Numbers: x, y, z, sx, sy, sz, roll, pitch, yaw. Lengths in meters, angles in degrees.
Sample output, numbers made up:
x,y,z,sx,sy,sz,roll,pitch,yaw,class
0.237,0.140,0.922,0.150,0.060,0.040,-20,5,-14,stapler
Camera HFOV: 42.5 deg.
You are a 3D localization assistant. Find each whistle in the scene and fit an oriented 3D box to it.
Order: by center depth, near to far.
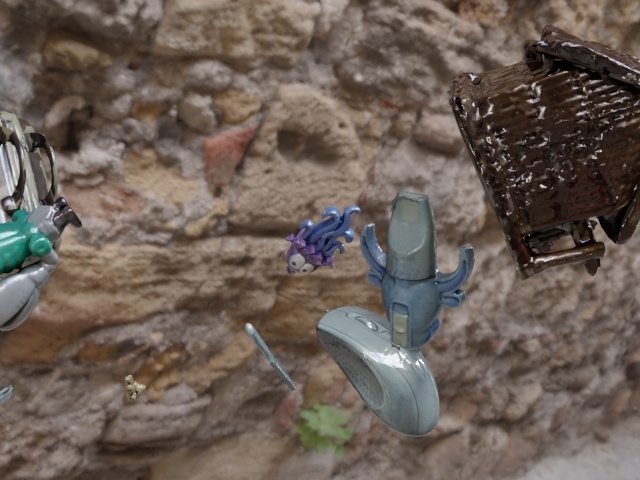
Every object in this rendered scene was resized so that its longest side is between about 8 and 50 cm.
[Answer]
x,y,z,sx,sy,sz,roll,pitch,yaw,class
0.138,0.053,1.223,0.180,0.269,0.093,16,29,32,whistle

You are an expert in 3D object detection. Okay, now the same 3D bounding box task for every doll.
x,y,z,sx,sy,sz,roll,pitch,yaw,class
-0.511,0.045,1.344,0.258,0.153,0.195,-15,41,5,doll
0.000,0.000,1.578,0.110,0.206,0.067,34,28,-18,doll
-0.448,0.350,1.933,0.093,0.051,0.062,50,23,-68,doll

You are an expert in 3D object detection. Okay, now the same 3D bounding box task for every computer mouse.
x,y,z,sx,sy,sz,roll,pitch,yaw,class
0.140,0.267,1.849,0.371,0.122,0.188,47,34,22,computer mouse

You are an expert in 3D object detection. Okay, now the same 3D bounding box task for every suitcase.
x,y,z,sx,sy,sz,roll,pitch,yaw,class
-0.645,-0.081,1.644,0.194,0.339,0.352,8,54,-54,suitcase

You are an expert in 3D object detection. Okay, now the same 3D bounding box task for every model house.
x,y,z,sx,sy,sz,roll,pitch,yaw,class
0.347,-0.141,1.090,0.297,0.282,0.317,64,17,-9,model house

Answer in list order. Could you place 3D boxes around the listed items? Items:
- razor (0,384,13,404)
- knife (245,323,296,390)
x,y,z,sx,sy,sz,roll,pitch,yaw,class
-0.528,0.201,1.220,0.135,0.040,0.068,40,9,-1,razor
-0.087,0.205,1.435,0.028,0.015,0.210,49,-8,42,knife
